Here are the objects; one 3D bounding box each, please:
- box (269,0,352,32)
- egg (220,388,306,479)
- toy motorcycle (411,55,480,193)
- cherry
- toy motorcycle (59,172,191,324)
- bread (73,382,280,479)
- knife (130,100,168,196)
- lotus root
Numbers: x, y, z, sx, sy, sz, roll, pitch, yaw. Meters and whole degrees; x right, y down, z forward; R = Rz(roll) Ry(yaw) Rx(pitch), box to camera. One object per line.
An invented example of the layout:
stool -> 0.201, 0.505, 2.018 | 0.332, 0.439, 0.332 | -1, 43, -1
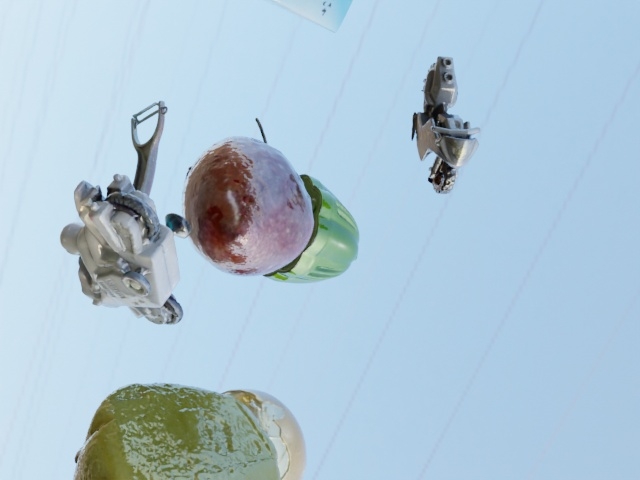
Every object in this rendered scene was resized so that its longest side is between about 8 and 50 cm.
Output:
box -> -0.085, -0.306, 1.000 | 0.232, 0.142, 0.083 | 30, -78, 28
egg -> -0.120, 0.368, 1.644 | 0.201, 0.201, 0.244 | 59, -8, 38
toy motorcycle -> 0.187, -0.183, 1.476 | 0.122, 0.080, 0.215 | 133, -43, -67
cherry -> -0.101, -0.041, 1.304 | 0.249, 0.175, 0.192 | -92, 169, -71
toy motorcycle -> -0.260, 0.017, 1.239 | 0.171, 0.110, 0.260 | 17, -35, 16
bread -> -0.180, 0.299, 1.209 | 0.270, 0.270, 0.148 | 53, -48, 42
knife -> -0.323, -0.113, 1.739 | 0.123, 0.053, 0.278 | -22, -126, 51
lotus root -> 0.000, 0.000, 1.605 | 0.186, 0.186, 0.186 | -11, -104, 50
